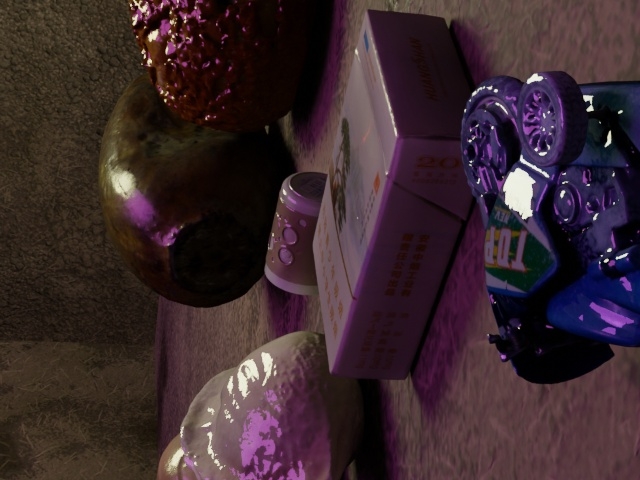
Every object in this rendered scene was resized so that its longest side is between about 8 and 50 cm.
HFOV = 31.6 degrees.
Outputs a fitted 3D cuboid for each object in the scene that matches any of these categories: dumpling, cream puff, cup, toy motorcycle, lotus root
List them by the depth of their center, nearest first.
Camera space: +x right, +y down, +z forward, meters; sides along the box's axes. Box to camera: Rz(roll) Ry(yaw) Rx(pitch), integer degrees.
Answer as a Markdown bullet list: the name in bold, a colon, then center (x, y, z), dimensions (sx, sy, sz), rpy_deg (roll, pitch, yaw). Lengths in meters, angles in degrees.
- **toy motorcycle**: center (0.120, 0.001, 0.432), dimensions (0.254, 0.092, 0.136), rpy_deg (-165, 69, -68)
- **dumpling**: center (-0.041, 0.156, 0.976), dimensions (0.126, 0.166, 0.216), rpy_deg (57, -163, -53)
- **cup**: center (-0.008, -0.001, 1.054), dimensions (0.102, 0.074, 0.099), rpy_deg (-106, 22, -56)
- **cream puff**: center (-0.117, -0.266, 1.309), dimensions (0.303, 0.212, 0.303), rpy_deg (-179, 90, -80)
- **lotus root**: center (-0.166, -0.057, 1.449), dimensions (0.346, 0.250, 0.251), rpy_deg (-114, 29, -58)

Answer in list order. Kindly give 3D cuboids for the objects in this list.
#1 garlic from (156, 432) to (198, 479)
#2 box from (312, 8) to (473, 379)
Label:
- **garlic**: center (-0.094, 0.232, 1.164), dimensions (0.115, 0.128, 0.207), rpy_deg (-51, 9, 16)
- **box**: center (0.048, -0.029, 0.820), dimensions (0.150, 0.067, 0.233), rpy_deg (-102, 19, -45)
